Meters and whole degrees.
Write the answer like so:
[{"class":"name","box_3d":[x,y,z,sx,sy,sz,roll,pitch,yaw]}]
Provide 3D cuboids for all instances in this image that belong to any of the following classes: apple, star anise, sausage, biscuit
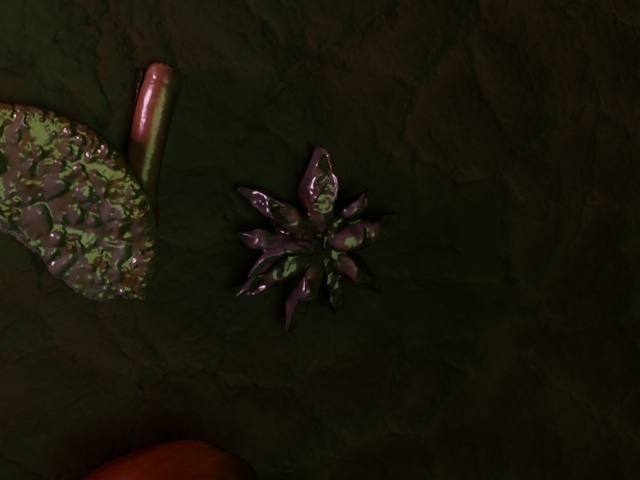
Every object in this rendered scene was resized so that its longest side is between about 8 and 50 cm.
[{"class":"apple","box_3d":[-0.153,0.318,1.584,0.234,0.234,0.234,-5,104,-20]},{"class":"star anise","box_3d":[0.000,0.000,1.641,0.182,0.065,0.195,-3,99,-21]},{"class":"sausage","box_3d":[-0.169,-0.089,1.570,0.047,0.040,0.176,-11,113,-65]},{"class":"biscuit","box_3d":[-0.256,-0.052,1.528,0.290,0.038,0.141,40,101,-20]}]
